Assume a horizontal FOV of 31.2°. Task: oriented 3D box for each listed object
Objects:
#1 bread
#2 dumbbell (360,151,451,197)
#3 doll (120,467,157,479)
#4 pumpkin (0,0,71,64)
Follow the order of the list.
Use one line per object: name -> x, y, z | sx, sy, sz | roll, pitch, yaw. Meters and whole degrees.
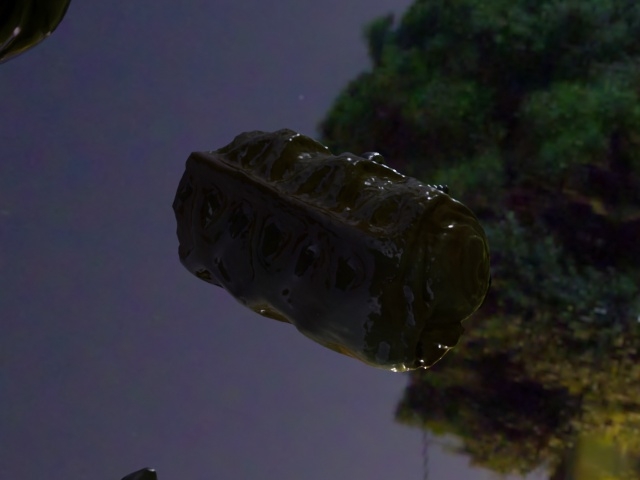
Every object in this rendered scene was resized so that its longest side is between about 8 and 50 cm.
bread -> 0.000, 0.000, 0.762 | 0.088, 0.232, 0.128 | 21, -88, -59
dumbbell -> -0.007, -0.040, 1.054 | 0.081, 0.254, 0.081 | 0, -90, -73
doll -> -0.111, 0.421, 1.270 | 0.383, 0.379, 0.252 | 9, -84, -25
pumpkin -> -0.295, -0.233, 0.776 | 0.248, 0.248, 0.248 | 12, -90, -69
